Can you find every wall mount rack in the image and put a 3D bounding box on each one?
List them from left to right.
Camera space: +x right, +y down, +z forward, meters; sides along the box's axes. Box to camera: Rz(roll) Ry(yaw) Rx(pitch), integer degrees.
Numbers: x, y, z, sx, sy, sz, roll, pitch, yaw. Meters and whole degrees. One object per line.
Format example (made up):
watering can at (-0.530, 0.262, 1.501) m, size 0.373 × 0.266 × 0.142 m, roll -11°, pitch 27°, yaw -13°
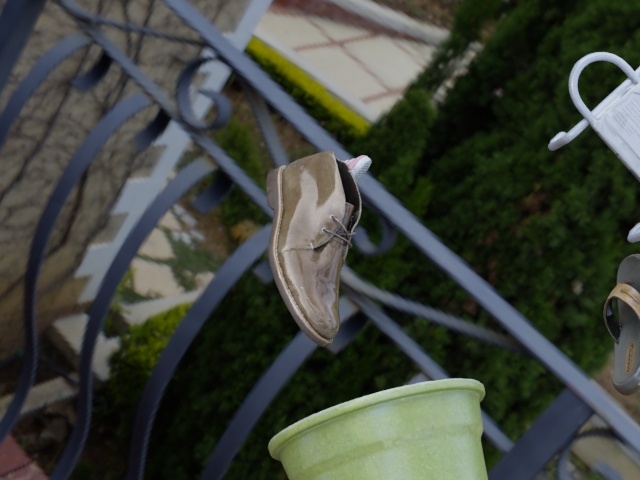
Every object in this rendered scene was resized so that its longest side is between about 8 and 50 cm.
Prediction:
wall mount rack at (0.546, -0.175, 1.750) m, size 0.350 × 0.304 × 0.130 m, roll 49°, pitch -12°, yaw -1°

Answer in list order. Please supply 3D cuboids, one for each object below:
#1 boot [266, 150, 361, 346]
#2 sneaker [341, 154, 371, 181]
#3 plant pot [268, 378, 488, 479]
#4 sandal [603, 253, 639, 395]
boot at (0.000, 0.000, 1.507) m, size 0.112 × 0.115 × 0.305 m, roll 40°, pitch 33°, yaw -47°
sneaker at (0.022, -0.106, 1.701) m, size 0.070 × 0.134 × 0.051 m, roll 49°, pitch 51°, yaw 5°
plant pot at (0.102, 0.332, 1.300) m, size 0.276 × 0.276 × 0.254 m, roll 5°, pitch 61°, yaw -44°
sandal at (0.418, 0.107, 1.494) m, size 0.060 × 0.090 × 0.219 m, roll 24°, pitch 60°, yaw -13°
